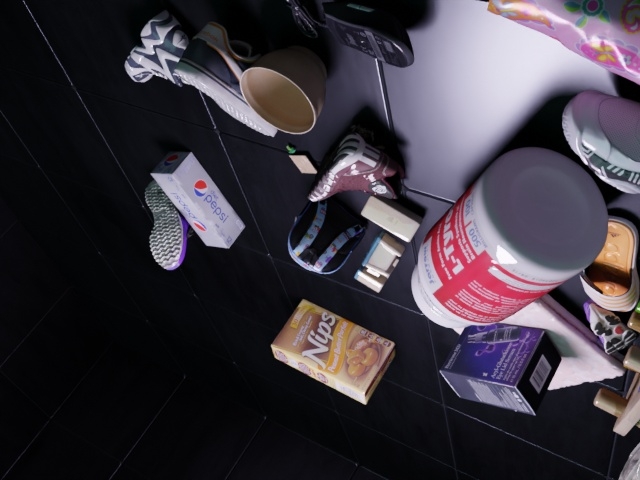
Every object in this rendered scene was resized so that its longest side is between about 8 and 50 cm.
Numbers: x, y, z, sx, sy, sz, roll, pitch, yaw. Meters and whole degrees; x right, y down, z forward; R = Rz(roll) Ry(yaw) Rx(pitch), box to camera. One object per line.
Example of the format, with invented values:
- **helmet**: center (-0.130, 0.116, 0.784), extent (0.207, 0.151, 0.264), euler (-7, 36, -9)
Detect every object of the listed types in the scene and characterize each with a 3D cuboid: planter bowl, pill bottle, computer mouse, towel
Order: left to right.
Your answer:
- **planter bowl**: center (-0.055, -0.295, 1.456), extent (0.162, 0.109, 0.162), euler (25, 152, 15)
- **computer mouse**: center (0.040, -0.378, 1.255), extent (0.262, 0.060, 0.184), euler (28, 170, 34)
- **pill bottle**: center (0.316, 0.021, 1.412), extent (0.229, 0.229, 0.407), euler (35, 153, 1)
- **towel**: center (0.471, 0.217, 1.748), extent (0.317, 0.053, 0.332), euler (38, 154, -7)

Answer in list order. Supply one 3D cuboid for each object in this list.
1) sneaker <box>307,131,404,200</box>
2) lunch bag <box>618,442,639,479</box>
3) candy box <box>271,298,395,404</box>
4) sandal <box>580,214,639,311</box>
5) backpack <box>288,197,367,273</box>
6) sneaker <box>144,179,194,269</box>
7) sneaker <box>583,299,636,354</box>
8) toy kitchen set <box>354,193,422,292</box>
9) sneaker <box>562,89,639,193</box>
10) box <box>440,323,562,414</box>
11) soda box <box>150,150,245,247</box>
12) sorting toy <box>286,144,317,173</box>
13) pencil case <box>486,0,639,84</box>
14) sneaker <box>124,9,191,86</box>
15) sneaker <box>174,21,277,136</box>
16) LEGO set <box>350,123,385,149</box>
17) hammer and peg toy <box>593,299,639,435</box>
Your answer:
- **sneaker**: center (0.079, -0.117, 1.609), extent (0.162, 0.106, 0.281), euler (25, 164, -10)
- **lunch bag**: center (0.827, 0.542, 1.748), extent (0.235, 0.169, 0.287), euler (29, 145, 20)
- **candy box**: center (0.038, 0.320, 2.265), extent (0.316, 0.183, 0.087), euler (24, 151, 21)
- **sandal**: center (0.520, 0.061, 1.412), extent (0.102, 0.076, 0.265), euler (17, 149, 32)
- **backpack**: center (0.000, 0.000, 1.802), extent (0.158, 0.173, 0.117), euler (37, 153, -5)
- **sneaker**: center (-0.398, -0.033, 2.161), extent (0.102, 0.293, 0.146), euler (-25, 145, 16)
- **sneaker**: center (0.577, 0.168, 1.555), extent (0.170, 0.068, 0.071), euler (46, -164, -41)
- **toy kitchen set**: center (0.140, -0.012, 1.750), extent (0.122, 0.166, 0.207), euler (32, 116, 6)
- **sneaker**: center (0.524, -0.135, 1.035), extent (0.366, 0.137, 0.210), euler (29, 152, 2)
- **box**: center (0.394, 0.274, 1.702), extent (0.207, 0.153, 0.108), euler (2, 139, 48)
- **soda box**: center (-0.327, -0.108, 2.092), extent (0.098, 0.091, 0.286), euler (6, 142, 42)
- **sorting toy**: center (-0.042, -0.181, 1.734), extent (0.062, 0.012, 0.083), euler (12, 149, 46)
- **pencil case**: center (0.358, -0.292, 0.991), extent (0.284, 0.124, 0.124), euler (29, 153, 10)
- **sneaker**: center (-0.323, -0.369, 1.661), extent (0.153, 0.094, 0.235), euler (47, 142, -4)
- **sneaker**: center (-0.154, -0.315, 1.547), extent (0.126, 0.127, 0.321), euler (27, 177, 26)
- **LEGO set**: center (0.094, -0.207, 1.534), extent (0.054, 0.023, 0.083), euler (12, 158, 42)
- **hammer and peg toy**: center (0.586, 0.166, 1.297), extent (0.127, 0.266, 0.361), euler (26, 153, 17)
